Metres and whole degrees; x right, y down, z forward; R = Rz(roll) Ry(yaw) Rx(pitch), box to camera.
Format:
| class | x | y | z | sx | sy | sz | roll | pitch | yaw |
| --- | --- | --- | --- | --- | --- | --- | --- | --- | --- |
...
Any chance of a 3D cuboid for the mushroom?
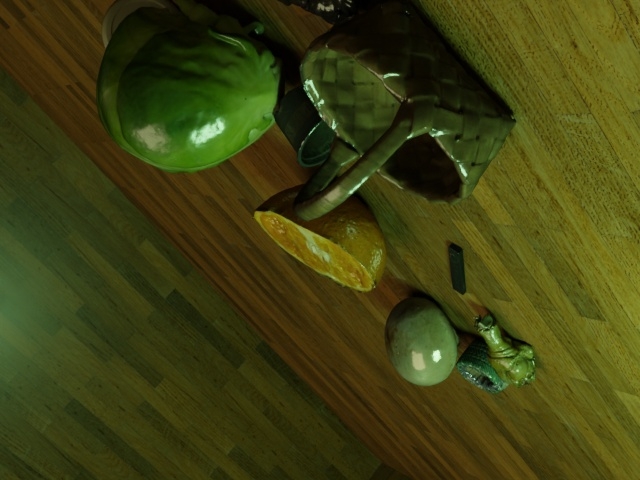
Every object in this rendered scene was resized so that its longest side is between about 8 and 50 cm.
| class | x | y | z | sx | sy | sz | roll | pitch | yaw |
| --- | --- | --- | --- | --- | --- | --- | --- | --- | --- |
| mushroom | 0.259 | 0.249 | 2.110 | 0.226 | 0.178 | 0.227 | 34 | 132 | 47 |

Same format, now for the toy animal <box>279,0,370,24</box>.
| class | x | y | z | sx | sy | sz | roll | pitch | yaw |
| --- | --- | --- | --- | --- | --- | --- | --- | --- | --- |
| toy animal | -0.038 | -0.400 | 1.310 | 0.232 | 0.084 | 0.148 | 23 | 157 | 36 |

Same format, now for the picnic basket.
| class | x | y | z | sx | sy | sz | roll | pitch | yaw |
| --- | --- | --- | --- | --- | --- | --- | --- | --- | --- |
| picnic basket | 0.077 | -0.150 | 1.281 | 0.337 | 0.337 | 0.293 | 45 | 163 | -11 |

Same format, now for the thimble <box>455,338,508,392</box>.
| class | x | y | z | sx | sy | sz | roll | pitch | yaw |
| --- | --- | --- | --- | --- | --- | --- | --- | --- | --- |
| thimble | 0.403 | 0.304 | 2.051 | 0.118 | 0.090 | 0.135 | 47 | 161 | -19 |

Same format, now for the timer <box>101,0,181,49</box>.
| class | x | y | z | sx | sy | sz | roll | pitch | yaw |
| --- | --- | --- | --- | --- | --- | --- | --- | --- | --- |
| timer | -0.392 | -0.427 | 1.876 | 0.175 | 0.175 | 0.266 | 43 | 170 | -7 |

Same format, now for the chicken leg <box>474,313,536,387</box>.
| class | x | y | z | sx | sy | sz | roll | pitch | yaw |
| --- | --- | --- | --- | --- | --- | --- | --- | --- | --- |
| chicken leg | 0.424 | 0.252 | 1.917 | 0.228 | 0.088 | 0.103 | 58 | 166 | -29 |

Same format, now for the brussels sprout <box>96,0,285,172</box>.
| class | x | y | z | sx | sy | sz | roll | pitch | yaw |
| --- | --- | --- | --- | --- | --- | --- | --- | --- | --- |
| brussels sprout | -0.253 | -0.277 | 1.624 | 0.371 | 0.315 | 0.276 | 7 | 162 | 9 |

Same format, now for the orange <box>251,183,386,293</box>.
| class | x | y | z | sx | sy | sz | roll | pitch | yaw |
| --- | --- | --- | --- | --- | --- | --- | --- | --- | --- |
| orange | -0.001 | -0.004 | 1.910 | 0.310 | 0.274 | 0.274 | -7 | 140 | 20 |

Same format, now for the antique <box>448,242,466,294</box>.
| class | x | y | z | sx | sy | sz | roll | pitch | yaw |
| --- | --- | --- | --- | --- | --- | --- | --- | --- | --- |
| antique | 0.296 | 0.065 | 1.828 | 0.031 | 0.015 | 0.192 | 32 | 160 | 27 |

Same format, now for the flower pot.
| class | x | y | z | sx | sy | sz | roll | pitch | yaw |
| --- | --- | --- | --- | --- | --- | --- | --- | --- | --- |
| flower pot | -0.012 | -0.227 | 1.573 | 0.107 | 0.157 | 0.157 | 47 | 165 | 18 |
